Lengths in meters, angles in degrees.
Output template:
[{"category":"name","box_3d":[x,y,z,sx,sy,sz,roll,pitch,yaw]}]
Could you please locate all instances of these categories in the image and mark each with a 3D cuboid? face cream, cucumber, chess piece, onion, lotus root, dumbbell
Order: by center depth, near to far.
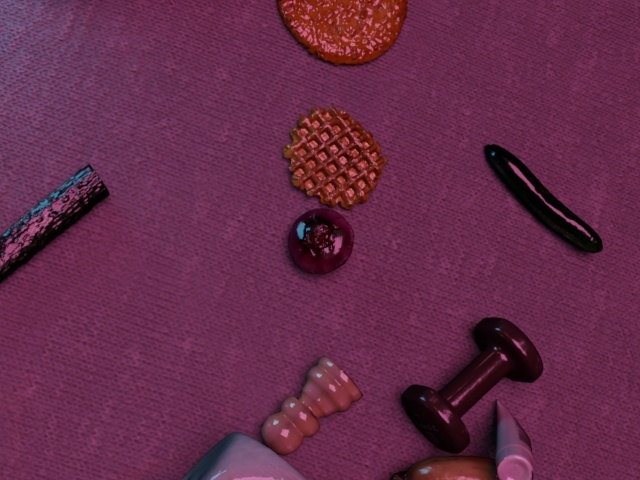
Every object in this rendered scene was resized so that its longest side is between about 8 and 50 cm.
[{"category":"cucumber","box_3d":[-0.460,-0.008,1.545,0.293,0.067,0.067,-43,90,-16]},{"category":"chess piece","box_3d":[-0.021,0.277,1.581,0.170,0.094,0.094,-43,91,-15]},{"category":"lotus root","box_3d":[0.239,0.427,1.584,0.256,0.140,0.155,8,87,-5]},{"category":"face cream","box_3d":[0.314,0.331,1.586,0.058,0.243,0.092,-37,90,14]},{"category":"dumbbell","box_3d":[0.253,0.239,1.628,0.225,0.140,0.124,-39,99,-17]},{"category":"onion","box_3d":[0.000,0.000,1.637,0.115,0.104,0.115,-1,72,3]},{"category":"cucumber","box_3d":[0.403,-0.074,1.777,0.284,0.056,0.056,43,72,3]}]

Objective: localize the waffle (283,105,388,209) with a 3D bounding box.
[{"category":"waffle","box_3d":[0.024,-0.145,1.707,0.191,0.038,0.191,3,78,-14]}]

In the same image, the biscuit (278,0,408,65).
[{"category":"biscuit","box_3d":[0.042,-0.442,1.776,0.253,0.035,0.254,3,77,-13]}]

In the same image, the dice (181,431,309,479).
[{"category":"dice","box_3d":[-0.113,0.460,1.427,0.268,0.262,0.265,42,72,-4]}]
